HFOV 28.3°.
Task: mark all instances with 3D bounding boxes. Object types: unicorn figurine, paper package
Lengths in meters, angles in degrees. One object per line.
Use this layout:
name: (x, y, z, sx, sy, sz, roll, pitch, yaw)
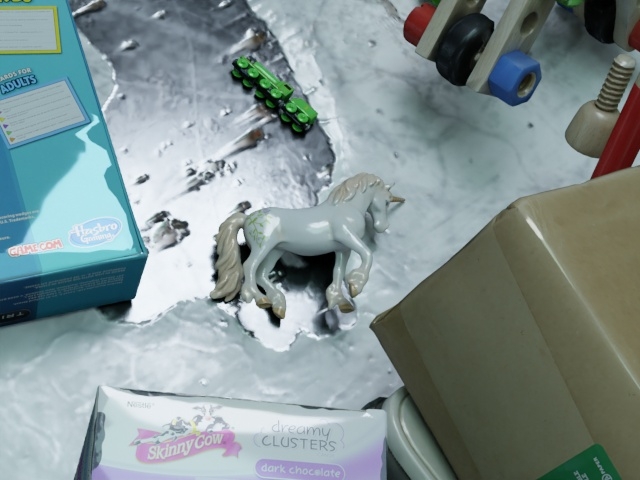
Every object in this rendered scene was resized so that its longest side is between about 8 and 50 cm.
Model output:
unicorn figurine: (0.000, 0.000, 0.941, 0.162, 0.060, 0.111, 3, 63, -14)
paper package: (0.245, 0.117, 0.844, 0.309, 0.168, 0.325, -15, 67, -42)

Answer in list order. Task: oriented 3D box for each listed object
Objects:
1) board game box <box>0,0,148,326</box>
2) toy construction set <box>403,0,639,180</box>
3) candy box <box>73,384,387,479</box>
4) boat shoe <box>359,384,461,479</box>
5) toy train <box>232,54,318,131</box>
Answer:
board game box: (-0.291, -0.095, 0.899, 0.253, 0.079, 0.336, -11, 67, -21)
toy construction set: (0.212, -0.218, 0.966, 0.257, 0.237, 0.309, 0, 41, -21)
candy box: (-0.064, 0.158, 0.763, 0.165, 0.196, 0.070, 7, 62, -11)
boat shoe: (0.125, 0.249, 0.842, 0.112, 0.095, 0.335, -22, 73, -51)
toy train: (-0.036, -0.120, 1.019, 0.083, 0.017, 0.023, 43, 51, 9)
